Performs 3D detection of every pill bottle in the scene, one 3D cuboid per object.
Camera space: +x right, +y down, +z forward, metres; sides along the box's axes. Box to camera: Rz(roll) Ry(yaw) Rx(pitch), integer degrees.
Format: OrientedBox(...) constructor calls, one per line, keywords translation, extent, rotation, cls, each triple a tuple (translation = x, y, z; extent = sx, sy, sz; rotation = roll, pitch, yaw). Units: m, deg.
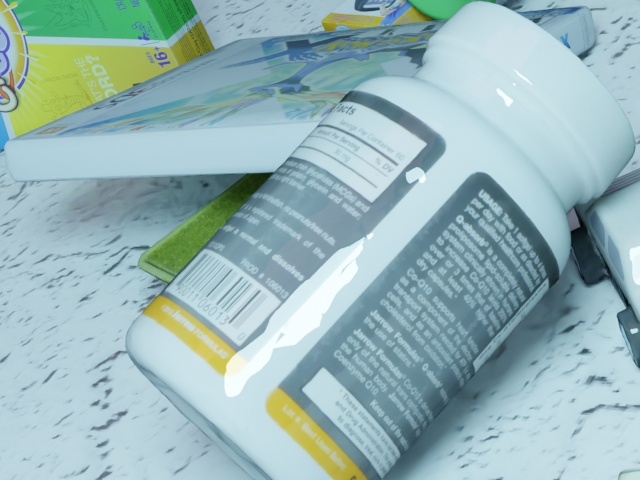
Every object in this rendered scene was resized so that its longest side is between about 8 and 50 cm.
OrientedBox(translation=(0.038, 0.009, 0.975), extent=(0.278, 0.162, 0.162), rotation=(-47, 36, -10), cls="pill bottle")

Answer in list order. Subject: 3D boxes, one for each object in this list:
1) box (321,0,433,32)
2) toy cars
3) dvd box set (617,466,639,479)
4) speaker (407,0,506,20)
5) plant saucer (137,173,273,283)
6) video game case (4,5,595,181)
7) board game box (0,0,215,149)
OrientedBox(translation=(0.074, -0.207, 1.450), extent=(0.081, 0.028, 0.136), rotation=(12, 49, 45), cls="box")
OrientedBox(translation=(0.250, -0.070, 1.065), extent=(0.176, 0.087, 0.393), rotation=(2, 40, 37), cls="toy cars")
OrientedBox(translation=(0.236, 0.239, 0.640), extent=(0.308, 0.062, 0.420), rotation=(-9, 34, 24), cls="dvd box set")
OrientedBox(translation=(0.183, -0.296, 1.404), extent=(0.296, 0.131, 0.131), rotation=(-39, 34, -25), cls="speaker")
OrientedBox(translation=(0.000, 0.000, 1.175), extent=(0.188, 0.045, 0.188), rotation=(-38, 34, -22), cls="plant saucer")
OrientedBox(translation=(-0.011, -0.107, 1.261), extent=(0.329, 0.036, 0.300), rotation=(0, 20, 34), cls="video game case")
OrientedBox(translation=(-0.270, -0.193, 1.465), extent=(0.317, 0.242, 0.064), rotation=(-8, 37, 26), cls="board game box")
